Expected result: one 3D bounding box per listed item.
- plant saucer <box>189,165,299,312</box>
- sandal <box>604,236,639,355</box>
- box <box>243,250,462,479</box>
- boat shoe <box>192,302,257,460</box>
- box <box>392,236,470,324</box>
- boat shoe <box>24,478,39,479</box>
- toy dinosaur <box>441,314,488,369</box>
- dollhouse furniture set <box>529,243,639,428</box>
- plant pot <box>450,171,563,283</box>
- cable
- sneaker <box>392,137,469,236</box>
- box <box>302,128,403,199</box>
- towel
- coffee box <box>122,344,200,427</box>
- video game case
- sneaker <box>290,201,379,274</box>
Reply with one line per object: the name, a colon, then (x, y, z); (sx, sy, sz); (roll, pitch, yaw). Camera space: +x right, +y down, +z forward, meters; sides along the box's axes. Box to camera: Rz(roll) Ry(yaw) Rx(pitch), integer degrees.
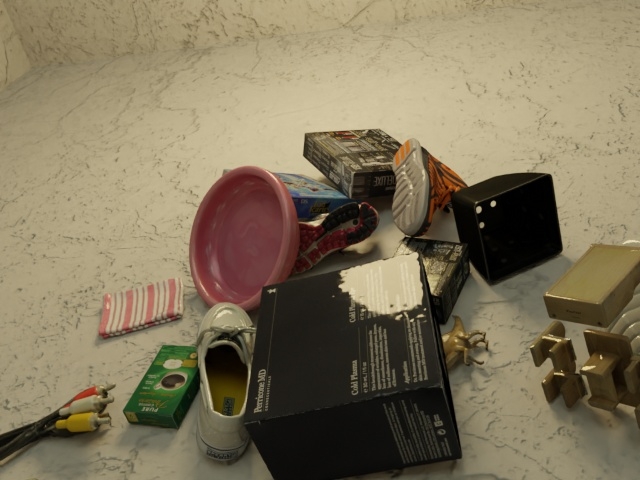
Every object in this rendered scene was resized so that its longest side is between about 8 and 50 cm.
plant saucer: (-0.163, 0.002, 1.549); (0.084, 0.332, 0.332); (13, 9, -46)
sandal: (0.599, 0.176, 1.144); (0.169, 0.102, 0.416); (-45, 42, 29)
box: (0.056, 0.214, 1.201); (0.312, 0.179, 0.343); (-12, 33, 10)
boat shoe: (-0.175, 0.213, 1.292); (0.136, 0.156, 0.367); (8, 35, -8)
box: (0.218, 0.079, 1.451); (0.147, 0.077, 0.180); (6, 39, 27)
boat shoe: (-0.496, 0.515, 1.047); (0.103, 0.113, 0.302); (9, 51, 27)
toy dinosaur: (0.267, 0.187, 1.303); (0.092, 0.053, 0.183); (1, 37, 23)
dollhouse furniture set: (0.468, 0.151, 1.100); (0.161, 0.242, 0.212); (-36, 25, -30)
plant pot: (0.388, -0.046, 1.501); (0.187, 0.188, 0.167); (-22, 22, -12)
cable: (-0.525, 0.342, 1.328); (0.287, 0.072, 0.139); (-14, 29, -1)
sneaker: (0.269, -0.104, 1.607); (0.180, 0.124, 0.321); (28, 40, -19)
box: (0.123, -0.212, 1.842); (0.242, 0.076, 0.307); (-8, 30, -25)
towel: (-0.414, 0.151, 1.603); (0.197, 0.029, 0.144); (-15, 35, -3)
coffee box: (-0.297, 0.284, 1.362); (0.113, 0.040, 0.184); (0, 36, 17)
video game case: (-0.074, -0.117, 1.738); (0.269, 0.061, 0.244); (-1, 19, -44)
sneaker: (0.000, 0.000, 1.628); (0.299, 0.121, 0.112); (-18, -3, 11)
